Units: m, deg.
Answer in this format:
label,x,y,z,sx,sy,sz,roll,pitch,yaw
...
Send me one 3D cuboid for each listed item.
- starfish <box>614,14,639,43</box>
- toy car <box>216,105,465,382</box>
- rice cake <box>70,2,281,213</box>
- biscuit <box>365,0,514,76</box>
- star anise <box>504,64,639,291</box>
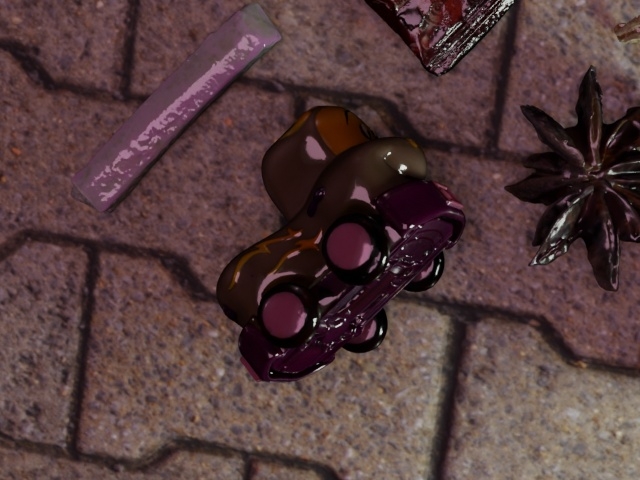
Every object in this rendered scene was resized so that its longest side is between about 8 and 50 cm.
label,x,y,z,sx,sy,sz,roll,pitch,yaw
starfish,0.448,-0.323,1.699,0.231,0.048,0.295,6,110,21
toy car,0.000,0.000,1.753,0.340,0.271,0.240,-45,71,11
rice cake,-0.198,-0.168,1.848,0.365,0.056,0.073,-44,87,10
biscuit,0.112,-0.326,1.780,0.235,0.063,0.151,40,89,7
star anise,0.338,-0.076,1.749,0.212,0.129,0.283,-8,87,3
